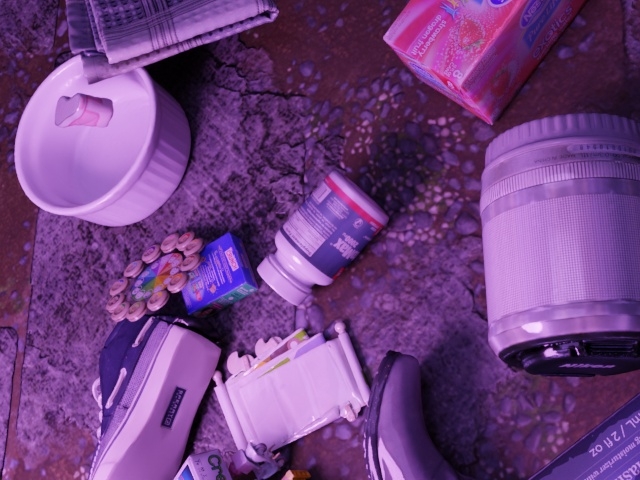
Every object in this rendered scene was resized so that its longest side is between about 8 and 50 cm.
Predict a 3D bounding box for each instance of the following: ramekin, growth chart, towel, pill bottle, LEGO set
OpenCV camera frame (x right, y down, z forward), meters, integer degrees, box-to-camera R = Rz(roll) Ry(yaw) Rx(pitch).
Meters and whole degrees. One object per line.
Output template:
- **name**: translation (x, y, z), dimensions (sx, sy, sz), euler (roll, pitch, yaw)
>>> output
- **ramekin**: translation (-0.344, -0.156, 1.654), dimensions (0.277, 0.135, 0.277), euler (-8, 71, 25)
- **growth chart**: translation (-0.043, 0.209, 1.443), dimensions (0.237, 0.021, 0.172), euler (-25, 63, 19)
- **towel**: translation (-0.257, -0.402, 1.641), dimensions (0.324, 0.056, 0.312), euler (-21, 49, -1)
- **pill bottle**: translation (0.000, 0.000, 1.438), dimensions (0.180, 0.108, 0.108), euler (-48, 59, 7)
- **LEGO set**: translation (-0.040, 0.398, 1.316), dimensions (0.107, 0.132, 0.287), euler (-48, 36, 13)

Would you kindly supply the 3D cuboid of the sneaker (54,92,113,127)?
- **sneaker**: translation (-0.361, -0.195, 1.574), dimensions (0.134, 0.070, 0.051), euler (-1, 81, 58)

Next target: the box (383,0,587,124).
- **box**: translation (0.250, -0.332, 1.392), dimensions (0.154, 0.142, 0.300), euler (40, 94, 31)

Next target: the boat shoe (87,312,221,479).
- **boat shoe**: translation (-0.278, 0.259, 1.498), dimensions (0.158, 0.127, 0.340), euler (14, 72, 42)

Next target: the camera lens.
- **camera lens**: translation (0.303, 0.015, 1.206), dimensions (0.219, 0.219, 0.274), euler (-9, 70, 25)

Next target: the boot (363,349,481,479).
- **boot**: translation (0.172, 0.305, 1.263), dimensions (0.223, 0.118, 0.338), euler (-3, 80, 21)

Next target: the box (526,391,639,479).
- **box**: translation (0.338, 0.348, 1.060), dimensions (0.296, 0.183, 0.294), euler (-39, 71, 2)

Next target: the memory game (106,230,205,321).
- **memory game**: translation (-0.252, 0.053, 1.555), dimensions (0.186, 0.012, 0.186), euler (-28, 30, 18)

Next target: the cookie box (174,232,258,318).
- **cookie box**: translation (-0.158, 0.055, 1.542), dimensions (0.107, 0.040, 0.091), euler (-29, 62, 17)

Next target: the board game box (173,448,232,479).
- **board game box**: translation (-0.127, 0.454, 1.335), dimensions (0.305, 0.053, 0.193), euler (61, 139, 28)
